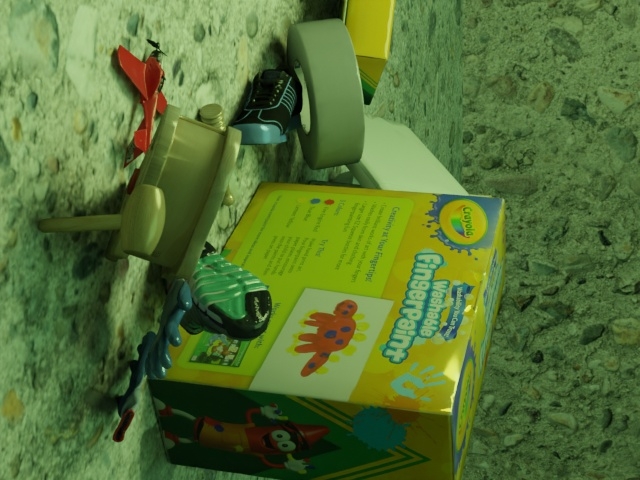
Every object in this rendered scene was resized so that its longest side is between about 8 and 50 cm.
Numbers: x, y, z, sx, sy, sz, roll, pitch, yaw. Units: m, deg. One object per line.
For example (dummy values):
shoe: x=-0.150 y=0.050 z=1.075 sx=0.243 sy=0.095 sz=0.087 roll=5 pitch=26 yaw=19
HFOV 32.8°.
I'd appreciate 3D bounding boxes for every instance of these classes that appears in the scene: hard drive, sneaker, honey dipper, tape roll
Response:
hard drive: x=0.122 y=-0.122 z=1.761 sx=0.040 sy=0.203 sz=0.307 roll=-63 pitch=-146 yaw=23
sneaker: x=-0.119 y=0.078 z=1.237 sx=0.223 sy=0.083 sz=0.098 roll=41 pitch=-47 yaw=54
sneaker: x=-0.076 y=-0.189 z=1.514 sx=0.232 sy=0.081 sz=0.091 roll=-58 pitch=147 yaw=-72
honey dipper: x=-0.133 y=-0.107 z=1.422 sx=0.030 sy=0.030 sz=0.161 roll=-70 pitch=162 yaw=-44
tape roll: x=0.006 y=-0.218 z=1.623 sx=0.219 sy=0.072 sz=0.219 roll=170 pitch=-90 yaw=-81

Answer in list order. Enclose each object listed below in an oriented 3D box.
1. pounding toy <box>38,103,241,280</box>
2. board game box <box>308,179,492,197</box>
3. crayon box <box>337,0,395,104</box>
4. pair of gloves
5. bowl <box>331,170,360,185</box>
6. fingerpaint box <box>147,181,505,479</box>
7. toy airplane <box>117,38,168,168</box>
pounding toy: x=-0.176 y=-0.056 z=1.062 sx=0.269 sy=0.154 sz=0.154 roll=169 pitch=-60 yaw=-74
board game box: x=0.105 y=0.009 z=1.762 sx=0.242 sy=0.316 sz=0.064 roll=-68 pitch=159 yaw=-46
crayon box: x=0.072 y=-0.366 z=1.800 sx=0.323 sy=0.083 sz=0.203 roll=107 pitch=-10 yaw=-82
pair of gloves: x=-0.176 y=0.120 z=1.148 sx=0.198 sy=0.023 sz=0.159 roll=-61 pitch=-167 yaw=25
bowl: x=0.050 y=-0.058 z=2.035 sx=0.142 sy=0.053 sz=0.142 roll=26 pitch=70 yaw=-73
fingerpaint box: x=0.035 y=0.114 z=1.447 sx=0.445 sy=0.370 sz=0.163 roll=-66 pitch=155 yaw=-51
toy airplane: x=-0.191 y=-0.150 z=1.193 sx=0.151 sy=0.028 sz=0.151 roll=5 pitch=90 yaw=-76
